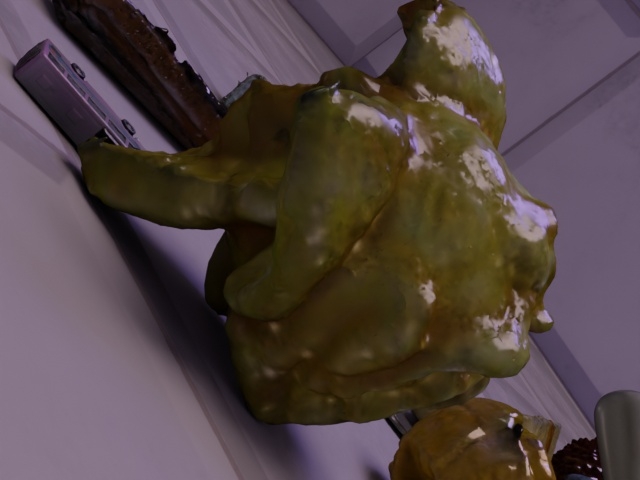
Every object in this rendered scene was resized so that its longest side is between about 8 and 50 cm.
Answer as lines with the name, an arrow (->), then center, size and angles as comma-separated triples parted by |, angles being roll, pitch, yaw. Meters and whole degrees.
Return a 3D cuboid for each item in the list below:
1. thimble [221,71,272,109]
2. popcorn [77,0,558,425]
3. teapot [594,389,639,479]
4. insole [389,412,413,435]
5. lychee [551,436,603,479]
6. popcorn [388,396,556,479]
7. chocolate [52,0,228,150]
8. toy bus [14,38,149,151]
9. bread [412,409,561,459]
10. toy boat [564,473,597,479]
thimble -> -0.073, -0.162, 2.217 | 0.110, 0.062, 0.084 | 47, 7, -40
popcorn -> 0.020, -0.003, 1.284 | 0.325, 0.321, 0.290 | 108, -40, -73
teapot -> 0.266, 0.303, 1.469 | 0.318, 0.149, 0.220 | -56, 140, -44
insole -> 0.058, 0.152, 1.776 | 0.192, 0.010, 0.063 | 53, 7, 5
lychee -> 0.346, 0.323, 2.153 | 0.188, 0.188, 0.188 | 52, 8, -10
popcorn -> 0.130, 0.211, 1.497 | 0.148, 0.152, 0.167 | 13, 37, 1
chocolate -> -0.148, -0.144, 1.707 | 0.102, 0.065, 0.329 | 33, -11, 49
toy bus -> -0.181, -0.095, 1.357 | 0.130, 0.037, 0.052 | 50, 10, -19
bread -> 0.188, 0.227, 1.900 | 0.266, 0.142, 0.178 | 16, 53, -75
toy boat -> 0.320, 0.371, 2.018 | 0.207, 0.134, 0.079 | 49, -36, -13
